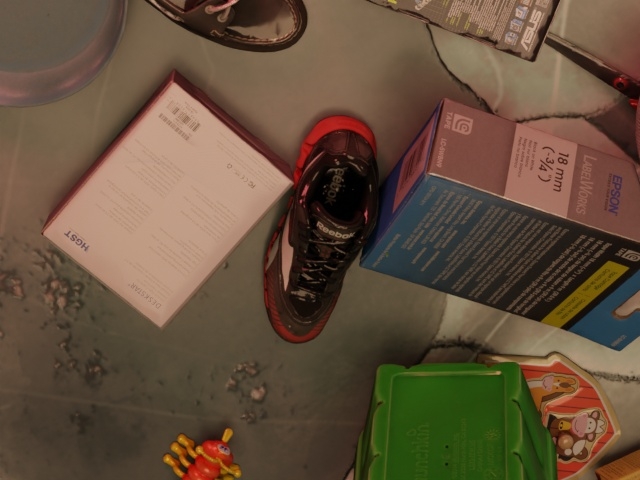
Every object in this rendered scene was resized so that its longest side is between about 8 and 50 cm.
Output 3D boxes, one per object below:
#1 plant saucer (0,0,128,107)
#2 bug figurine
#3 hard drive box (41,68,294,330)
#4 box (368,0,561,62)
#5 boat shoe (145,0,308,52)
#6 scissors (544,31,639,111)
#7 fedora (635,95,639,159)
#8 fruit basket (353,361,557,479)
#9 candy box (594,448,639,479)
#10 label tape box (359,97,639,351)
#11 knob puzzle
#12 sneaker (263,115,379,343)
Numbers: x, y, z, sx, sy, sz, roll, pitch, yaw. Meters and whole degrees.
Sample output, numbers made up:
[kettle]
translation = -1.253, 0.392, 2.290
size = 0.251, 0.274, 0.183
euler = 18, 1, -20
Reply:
[plant saucer]
translation = -0.351, -0.289, 1.591
size = 0.317, 0.044, 0.317
euler = 7, 127, 10
[bug figurine]
translation = -0.084, 0.363, 1.839
size = 0.279, 0.072, 0.216
euler = 29, 102, -12
[hard drive box]
translation = -0.173, -0.046, 1.704
size = 0.181, 0.089, 0.232
euler = 41, 99, -14
[box]
translation = 0.185, -0.359, 1.652
size = 0.216, 0.060, 0.270
euler = 19, 103, -6
[boat shoe]
translation = -0.163, -0.299, 1.627
size = 0.335, 0.095, 0.112
euler = 30, 102, -12
[scissors]
translation = 0.368, -0.178, 1.721
size = 0.297, 0.021, 0.109
euler = 42, 136, -11
[fedora]
translation = 0.451, -0.097, 1.629
size = 0.275, 0.124, 0.244
euler = 37, 79, -5
[fruit basket]
translation = 0.172, 0.365, 1.709
size = 0.283, 0.392, 0.392
euler = -2, 107, 8
[candy box]
translation = 0.442, 0.300, 1.849
size = 0.186, 0.053, 0.109
euler = -22, 105, -11
[label tape box]
translation = 0.240, -0.010, 1.669
size = 0.333, 0.240, 0.106
euler = 18, 62, -9
[knob puzzle]
translation = 0.278, 0.231, 1.850
size = 0.213, 0.030, 0.213
euler = -1, 106, -4
[sneaker]
translation = 0.000, 0.000, 1.708
size = 0.097, 0.135, 0.276
euler = 14, 106, -10
